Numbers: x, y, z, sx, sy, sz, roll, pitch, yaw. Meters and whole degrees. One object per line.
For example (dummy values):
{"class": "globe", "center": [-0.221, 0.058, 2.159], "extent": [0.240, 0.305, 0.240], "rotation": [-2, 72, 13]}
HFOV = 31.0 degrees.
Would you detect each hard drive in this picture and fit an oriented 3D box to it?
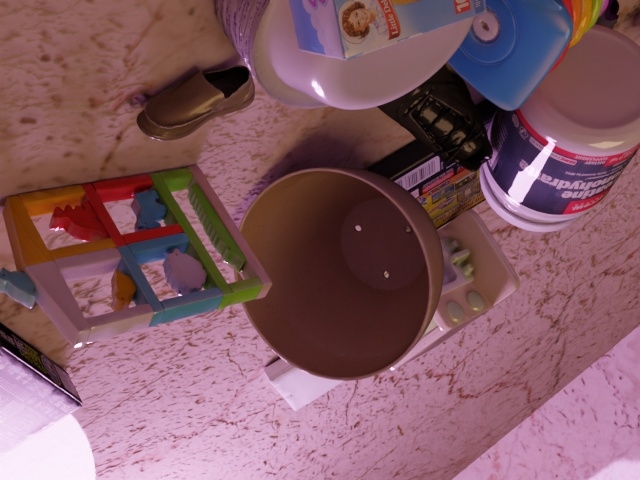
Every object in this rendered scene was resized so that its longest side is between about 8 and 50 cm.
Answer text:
{"class": "hard drive", "center": [0.056, 0.191, 2.093], "extent": [0.307, 0.040, 0.203], "rotation": [-32, 155, -2]}

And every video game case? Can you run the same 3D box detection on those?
{"class": "video game case", "center": [0.195, -0.100, 1.749], "extent": [0.275, 0.035, 0.248], "rotation": [-31, 154, -7]}

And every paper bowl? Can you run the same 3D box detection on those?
{"class": "paper bowl", "center": [0.047, -0.249, 1.184], "extent": [0.284, 0.148, 0.284], "rotation": [-26, 153, -14]}

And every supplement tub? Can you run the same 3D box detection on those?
{"class": "supplement tub", "center": [0.325, -0.144, 1.549], "extent": [0.191, 0.191, 0.272], "rotation": [-25, 160, -17]}

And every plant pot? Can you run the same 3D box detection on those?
{"class": "plant pot", "center": [0.050, 0.026, 1.566], "extent": [0.284, 0.284, 0.191], "rotation": [-48, 170, 27]}

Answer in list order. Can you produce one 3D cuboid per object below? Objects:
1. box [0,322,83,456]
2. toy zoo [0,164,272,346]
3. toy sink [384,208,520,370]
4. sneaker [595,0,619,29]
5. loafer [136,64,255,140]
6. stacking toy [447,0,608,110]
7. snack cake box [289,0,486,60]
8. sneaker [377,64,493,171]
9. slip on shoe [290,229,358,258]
{"class": "box", "center": [-0.460, 0.214, 1.505], "extent": [0.216, 0.060, 0.270], "rotation": [-32, 154, -2]}
{"class": "toy zoo", "center": [-0.220, 0.013, 1.277], "extent": [0.293, 0.192, 0.030], "rotation": [-12, 147, -37]}
{"class": "toy sink", "center": [0.174, 0.081, 1.836], "extent": [0.131, 0.153, 0.234], "rotation": [-22, 166, -44]}
{"class": "sneaker", "center": [0.383, -0.278, 1.605], "extent": [0.098, 0.083, 0.224], "rotation": [-38, 154, -2]}
{"class": "loafer", "center": [-0.134, -0.155, 1.247], "extent": [0.148, 0.056, 0.050], "rotation": [-30, 156, -31]}
{"class": "stacking toy", "center": [0.288, -0.298, 1.404], "extent": [0.302, 0.175, 0.166], "rotation": [-28, 159, -39]}
{"class": "snack cake box", "center": [0.038, -0.304, 0.981], "extent": [0.152, 0.089, 0.264], "rotation": [-23, 115, -23]}
{"class": "sneaker", "center": [0.148, -0.168, 1.465], "extent": [0.109, 0.130, 0.286], "rotation": [-40, 153, 19]}
{"class": "slip on shoe", "center": [0.000, 0.000, 1.686], "extent": [0.135, 0.051, 0.041], "rotation": [-13, 137, -25]}
